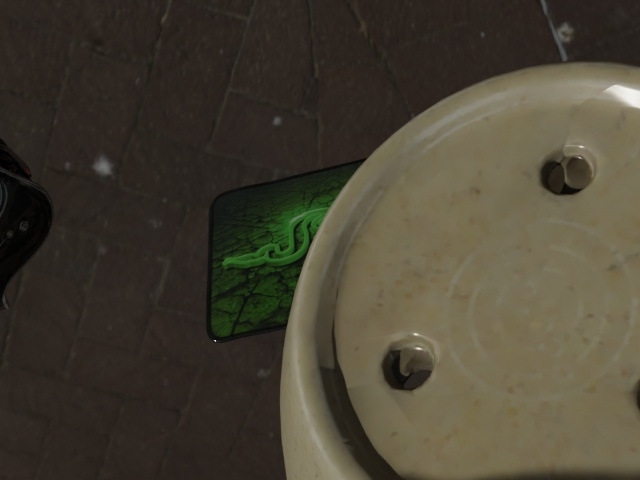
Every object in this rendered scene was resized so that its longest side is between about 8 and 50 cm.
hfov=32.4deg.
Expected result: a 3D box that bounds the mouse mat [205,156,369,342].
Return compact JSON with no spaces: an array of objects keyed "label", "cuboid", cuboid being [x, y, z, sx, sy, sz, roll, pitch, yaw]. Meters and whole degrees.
[{"label":"mouse mat","cuboid":[0.000,0.000,0.857,0.190,0.152,0.007,-13,139,10]}]

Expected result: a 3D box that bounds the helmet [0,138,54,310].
[{"label":"helmet","cuboid":[-0.313,-0.011,0.904,0.169,0.169,0.161,33,95,-20]}]

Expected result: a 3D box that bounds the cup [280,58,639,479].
[{"label":"cup","cuboid":[0.114,0.063,0.427,0.331,0.331,0.237,-20,148,18]}]
